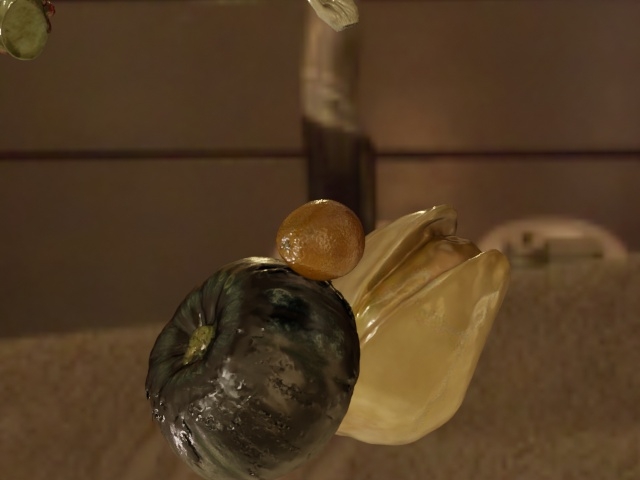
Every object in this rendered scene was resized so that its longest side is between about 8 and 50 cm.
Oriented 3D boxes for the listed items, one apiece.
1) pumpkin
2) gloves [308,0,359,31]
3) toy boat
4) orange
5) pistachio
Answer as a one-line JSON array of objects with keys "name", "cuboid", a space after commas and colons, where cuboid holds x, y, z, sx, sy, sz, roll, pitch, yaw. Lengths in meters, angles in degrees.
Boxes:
[{"name": "pumpkin", "cuboid": [-0.064, 0.128, 1.688, 0.233, 0.163, 0.233, -38, 36, 35]}, {"name": "gloves", "cuboid": [0.012, -0.236, 1.747, 0.081, 0.044, 0.037, 67, 171, -18]}, {"name": "toy boat", "cuboid": [-0.355, -0.266, 2.022, 0.185, 0.089, 0.071, 88, 156, -52]}, {"name": "orange", "cuboid": [0.000, 0.000, 1.596, 0.085, 0.085, 0.085, 0, -90, -84]}, {"name": "pistachio", "cuboid": [0.094, 0.104, 2.085, 0.238, 0.229, 0.321, -17, -36, -57]}]
